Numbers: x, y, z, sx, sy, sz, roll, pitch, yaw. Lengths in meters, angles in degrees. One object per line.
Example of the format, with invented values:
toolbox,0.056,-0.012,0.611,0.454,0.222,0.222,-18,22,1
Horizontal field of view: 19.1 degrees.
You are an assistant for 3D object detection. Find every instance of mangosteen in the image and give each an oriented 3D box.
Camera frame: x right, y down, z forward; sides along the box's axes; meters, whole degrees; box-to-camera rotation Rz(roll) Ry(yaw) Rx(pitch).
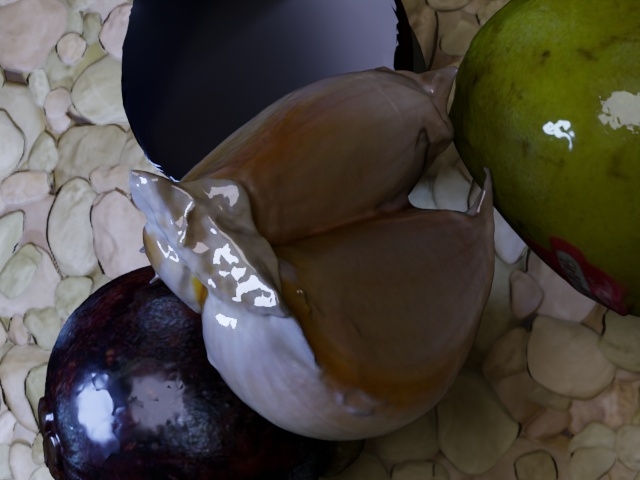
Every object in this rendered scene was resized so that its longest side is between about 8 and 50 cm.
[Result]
mangosteen,-0.103,0.147,1.659,0.288,0.288,0.288,-6,71,19

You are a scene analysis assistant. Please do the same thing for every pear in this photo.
pear,0.249,-0.097,1.592,0.375,0.287,0.287,29,85,46

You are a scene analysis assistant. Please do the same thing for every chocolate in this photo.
chocolate,-0.028,-0.151,1.762,0.283,0.186,0.283,-2,84,18

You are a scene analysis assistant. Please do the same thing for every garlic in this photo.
garlic,0.000,0.000,1.512,0.286,0.313,0.249,29,123,25
